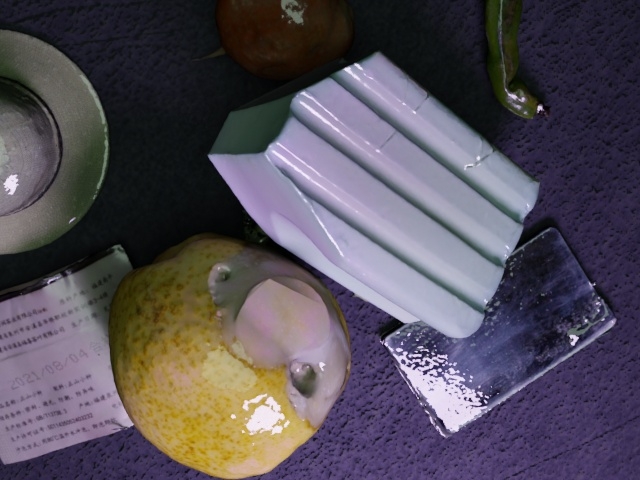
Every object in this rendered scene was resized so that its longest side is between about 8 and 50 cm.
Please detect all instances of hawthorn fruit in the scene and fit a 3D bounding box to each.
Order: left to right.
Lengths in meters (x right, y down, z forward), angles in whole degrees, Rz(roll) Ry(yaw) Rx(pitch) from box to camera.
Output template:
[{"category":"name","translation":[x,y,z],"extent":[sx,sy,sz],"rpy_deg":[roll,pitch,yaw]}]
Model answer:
[{"category":"hawthorn fruit","translation":[-0.046,-0.230,1.214],"extent":[0.189,0.149,0.149],"rpy_deg":[-43,102,3]}]

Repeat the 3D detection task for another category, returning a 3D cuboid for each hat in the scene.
[{"category":"hat","translation":[-0.359,-0.098,1.216],"extent":[0.257,0.130,0.257],"rpy_deg":[-1,101,-5]}]

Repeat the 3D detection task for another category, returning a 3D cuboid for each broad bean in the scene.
[{"category":"broad bean","translation":[0.214,-0.226,1.288],"extent":[0.061,0.046,0.195],"rpy_deg":[-21,108,-13]}]

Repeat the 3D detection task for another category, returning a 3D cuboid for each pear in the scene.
[{"category":"pear","translation":[-0.102,0.117,1.222],"extent":[0.271,0.271,0.271],"rpy_deg":[-1,102,-5]}]

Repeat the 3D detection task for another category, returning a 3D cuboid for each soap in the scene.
[{"category":"soap","translation":[0.061,-0.055,1.186],"extent":[0.347,0.115,0.208],"rpy_deg":[33,76,-35]}]

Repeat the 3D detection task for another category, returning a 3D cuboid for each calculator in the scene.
[{"category":"calculator","translation":[0.217,0.110,1.370],"extent":[0.261,0.021,0.161],"rpy_deg":[-33,102,1]}]

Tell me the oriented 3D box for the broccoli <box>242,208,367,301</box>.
[{"category":"broccoli","translation":[0.002,0.000,1.295],"extent":[0.204,0.118,0.122],"rpy_deg":[46,74,-28]}]

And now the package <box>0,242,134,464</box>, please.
[{"category":"package","translation":[-0.303,0.138,1.306],"extent":[0.251,0.062,0.204],"rpy_deg":[-23,101,3]}]
